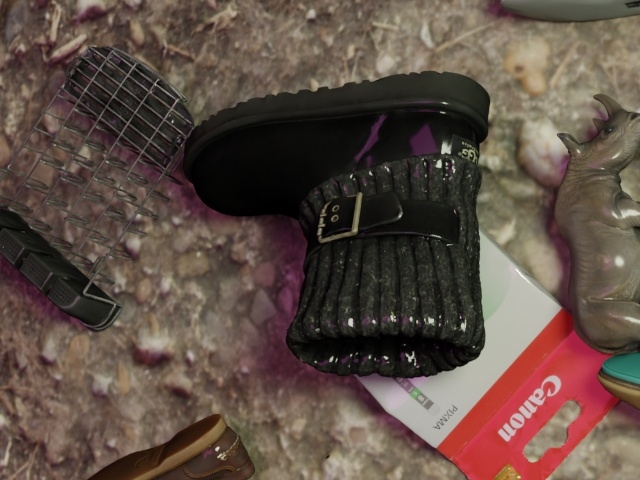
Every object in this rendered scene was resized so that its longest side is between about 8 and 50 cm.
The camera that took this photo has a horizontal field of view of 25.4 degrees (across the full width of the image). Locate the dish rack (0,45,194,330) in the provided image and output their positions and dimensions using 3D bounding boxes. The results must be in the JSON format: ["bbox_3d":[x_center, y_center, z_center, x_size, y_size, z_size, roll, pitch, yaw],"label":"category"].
[{"bbox_3d":[-0.245,-0.065,1.525,0.208,0.074,0.271,37,97,28],"label":"dish rack"}]

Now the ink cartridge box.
[{"bbox_3d":[0.143,0.110,1.282,0.181,0.056,0.225,-50,60,12],"label":"ink cartridge box"}]

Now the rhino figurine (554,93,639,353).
[{"bbox_3d":[0.257,-0.016,1.231,0.106,0.073,0.243,-13,72,23],"label":"rhino figurine"}]

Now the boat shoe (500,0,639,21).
[{"bbox_3d":[0.270,-0.243,1.272,0.219,0.078,0.070,-3,79,21],"label":"boat shoe"}]

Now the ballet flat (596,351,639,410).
[{"bbox_3d":[0.340,0.133,1.157,0.232,0.080,0.073,-2,109,31],"label":"ballet flat"}]

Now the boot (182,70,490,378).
[{"bbox_3d":[-0.002,-0.002,1.296,0.348,0.131,0.260,-10,65,38],"label":"boot"}]

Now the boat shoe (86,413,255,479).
[{"bbox_3d":[-0.160,0.244,1.414,0.207,0.073,0.073,-26,109,29],"label":"boat shoe"}]
